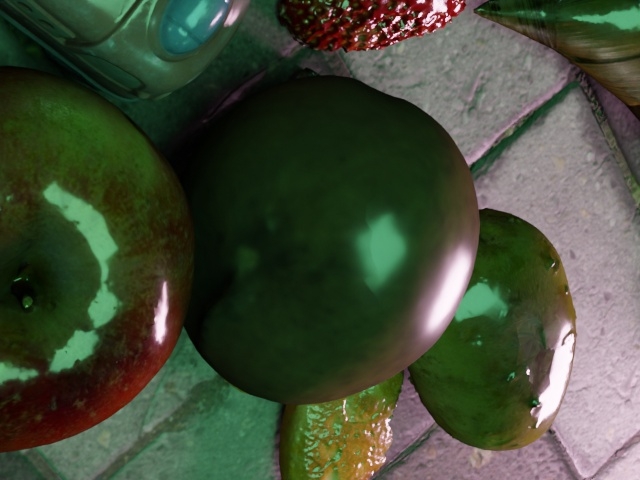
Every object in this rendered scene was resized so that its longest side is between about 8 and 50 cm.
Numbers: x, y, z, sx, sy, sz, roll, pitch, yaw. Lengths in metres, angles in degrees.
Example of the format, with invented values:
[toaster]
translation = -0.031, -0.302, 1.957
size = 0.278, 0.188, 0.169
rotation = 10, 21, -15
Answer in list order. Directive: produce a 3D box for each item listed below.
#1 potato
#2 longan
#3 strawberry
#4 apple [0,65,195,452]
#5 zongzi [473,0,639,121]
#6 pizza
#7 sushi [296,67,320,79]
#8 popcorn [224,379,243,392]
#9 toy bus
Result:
[potato]
translation = 0.182, 0.101, 1.577
size = 0.210, 0.173, 0.307
rotation = -30, 122, -22
[longan]
translation = 0.000, 0.000, 1.363
size = 0.319, 0.319, 0.318
rotation = -10, 112, -26
[strawberry]
translation = 0.073, -0.252, 1.439
size = 0.208, 0.087, 0.167
rotation = -44, 124, -7
[apple]
translation = -0.280, 0.017, 1.223
size = 0.349, 0.277, 0.348
rotation = -9, 109, -26
[zongzi]
translation = 0.324, -0.198, 1.589
size = 0.300, 0.138, 0.286
rotation = -18, 124, -8
[pizza]
translation = 0.022, 0.197, 1.591
size = 0.134, 0.056, 0.271
rotation = -1, 107, -27
[sushi]
translation = 0.003, -0.140, 1.465
size = 0.083, 0.044, 0.046
rotation = 33, 89, -32
[popcorn]
translation = -0.058, 0.134, 1.509
size = 0.084, 0.084, 0.084
rotation = -10, 112, -26
[toy bus]
translation = -0.182, -0.242, 1.210
size = 0.294, 0.232, 0.197
rotation = 38, 86, -33
